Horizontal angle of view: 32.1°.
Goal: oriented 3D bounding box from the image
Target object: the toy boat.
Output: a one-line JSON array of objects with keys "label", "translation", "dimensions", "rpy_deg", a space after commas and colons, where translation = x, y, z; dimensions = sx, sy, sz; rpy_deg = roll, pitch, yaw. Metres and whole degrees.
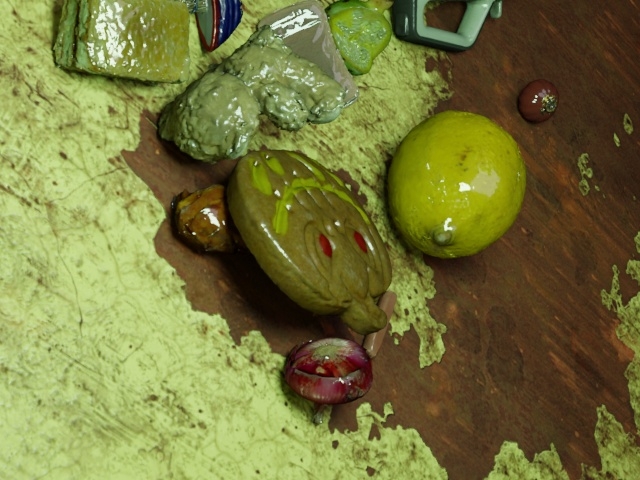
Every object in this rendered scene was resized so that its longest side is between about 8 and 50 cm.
[{"label": "toy boat", "translation": [-0.271, -0.437, 1.835], "dimensions": [0.318, 0.072, 0.219], "rpy_deg": [17, 64, -29]}]

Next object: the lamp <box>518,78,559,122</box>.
[{"label": "lamp", "translation": [0.494, -0.315, 2.515], "dimensions": [0.101, 0.090, 0.101], "rpy_deg": [-18, 122, -31]}]

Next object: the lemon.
[{"label": "lemon", "translation": [0.248, -0.100, 2.058], "dimensions": [0.258, 0.258, 0.310], "rpy_deg": [44, 43, -23]}]

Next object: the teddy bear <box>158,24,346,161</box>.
[{"label": "teddy bear", "translation": [-0.126, -0.217, 1.761], "dimensions": [0.256, 0.267, 0.156], "rpy_deg": [-50, 136, -24]}]

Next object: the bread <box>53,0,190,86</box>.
[{"label": "bread", "translation": [-0.296, -0.310, 1.696], "dimensions": [0.196, 0.102, 0.138], "rpy_deg": [5, 87, -42]}]

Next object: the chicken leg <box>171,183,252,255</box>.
[{"label": "chicken leg", "translation": [-0.108, -0.019, 1.798], "dimensions": [0.304, 0.093, 0.113], "rpy_deg": [15, 52, -45]}]

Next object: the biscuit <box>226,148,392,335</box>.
[{"label": "biscuit", "translation": [0.007, -0.005, 1.811], "dimensions": [0.350, 0.070, 0.394], "rpy_deg": [56, 23, 5]}]

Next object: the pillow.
[{"label": "pillow", "translation": [-0.022, -0.325, 2.000], "dimensions": [0.135, 0.034, 0.211], "rpy_deg": [-22, 90, -6]}]

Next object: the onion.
[{"label": "onion", "translation": [0.011, 0.235, 1.797], "dimensions": [0.150, 0.150, 0.140], "rpy_deg": [-24, 124, -47]}]

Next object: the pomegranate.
[{"label": "pomegranate", "translation": [0.062, -0.399, 2.086], "dimensions": [0.143, 0.122, 0.169], "rpy_deg": [19, 98, -30]}]

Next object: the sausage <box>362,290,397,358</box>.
[{"label": "sausage", "translation": [0.106, 0.146, 1.976], "dimensions": [0.035, 0.030, 0.147], "rpy_deg": [42, 48, -26]}]

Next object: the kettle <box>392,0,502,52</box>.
[{"label": "kettle", "translation": [0.283, -0.580, 2.345], "dimensions": [0.376, 0.250, 0.361], "rpy_deg": [-16, 113, -45]}]
